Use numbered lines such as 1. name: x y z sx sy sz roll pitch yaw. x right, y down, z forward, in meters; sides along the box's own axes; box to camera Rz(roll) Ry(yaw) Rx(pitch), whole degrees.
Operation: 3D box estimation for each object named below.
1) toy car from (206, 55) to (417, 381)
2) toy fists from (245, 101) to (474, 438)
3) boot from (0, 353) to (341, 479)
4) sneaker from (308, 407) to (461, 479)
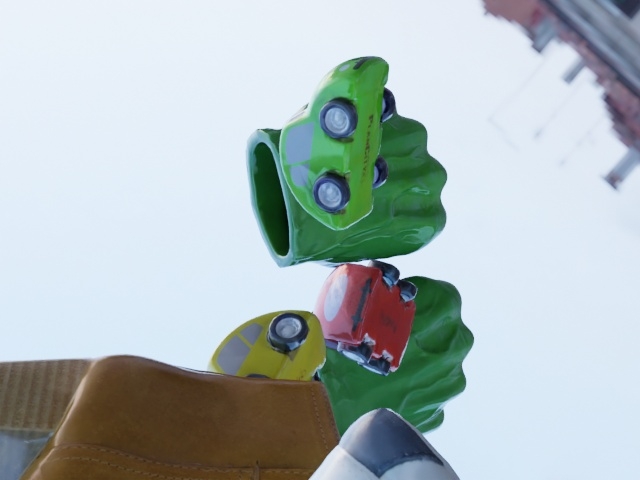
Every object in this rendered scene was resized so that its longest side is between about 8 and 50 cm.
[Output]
1. toy car: 0.000 0.000 0.903 0.053 0.225 0.239 14 -159 22
2. toy fists: 0.034 0.025 1.198 0.142 0.279 0.096 -14 -172 -23
3. boot: -0.077 0.172 0.684 0.211 0.104 0.295 6 -130 -9
4. sneaker: 0.090 0.134 0.459 0.258 0.091 0.094 33 -179 -31
